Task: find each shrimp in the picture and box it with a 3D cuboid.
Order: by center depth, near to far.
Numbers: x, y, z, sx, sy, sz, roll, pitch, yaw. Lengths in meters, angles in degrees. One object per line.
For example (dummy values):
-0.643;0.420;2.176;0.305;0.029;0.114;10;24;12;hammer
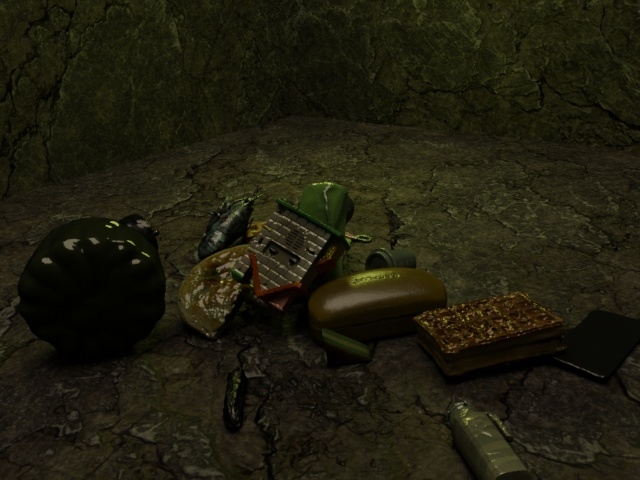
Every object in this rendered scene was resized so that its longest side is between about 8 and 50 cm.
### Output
-0.337;-0.082;2.106;0.137;0.172;0.372;-24;30;44;shrimp

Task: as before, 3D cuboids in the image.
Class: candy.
0.000;0.000;1.699;0.142;0.344;0.132;-12;-25;44;candy

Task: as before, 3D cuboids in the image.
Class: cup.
0.219;0.076;1.800;0.141;0.120;0.120;-7;19;-42;cup

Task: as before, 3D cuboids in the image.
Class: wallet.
0.668;0.243;1.412;0.285;0.030;0.146;-24;27;-39;wallet

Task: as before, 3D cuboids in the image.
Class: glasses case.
0.147;0.162;1.561;0.371;0.141;0.173;-8;23;-9;glasses case

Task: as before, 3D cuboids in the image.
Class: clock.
-0.087;0.053;1.568;0.219;0.106;0.255;30;81;24;clock

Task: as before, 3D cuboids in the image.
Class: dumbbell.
-0.710;0.036;1.968;0.185;0.185;0.388;16;32;40;dumbbell

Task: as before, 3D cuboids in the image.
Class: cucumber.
-0.191;0.350;1.304;0.053;0.053;0.181;-5;24;-1;cucumber

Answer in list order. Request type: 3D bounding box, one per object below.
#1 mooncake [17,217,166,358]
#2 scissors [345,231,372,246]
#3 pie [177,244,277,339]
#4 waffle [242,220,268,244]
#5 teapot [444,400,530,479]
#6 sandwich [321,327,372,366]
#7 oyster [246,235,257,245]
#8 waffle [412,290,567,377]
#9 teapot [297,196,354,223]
-0.582;0.127;1.522;0.356;0.357;0.194;-11;21;-14;mooncake
0.090;-0.019;2.143;0.133;0.020;0.187;-14;27;-28;scissors
-0.254;0.128;1.672;0.337;0.075;0.338;-6;45;6;pie
-0.155;-0.019;2.145;0.247;0.055;0.221;-11;24;-13;waffle
0.319;0.383;1.095;0.107;0.077;0.200;-6;23;-12;teapot
0.065;0.255;1.442;0.116;0.074;0.074;-6;24;-3;sandwich
-0.114;0.070;1.842;0.197;0.133;0.337;-8;27;-27;oyster
0.399;0.218;1.412;0.307;0.091;0.213;-12;17;-9;waffle
0.021;-0.034;1.899;0.183;0.251;0.183;-3;23;1;teapot
